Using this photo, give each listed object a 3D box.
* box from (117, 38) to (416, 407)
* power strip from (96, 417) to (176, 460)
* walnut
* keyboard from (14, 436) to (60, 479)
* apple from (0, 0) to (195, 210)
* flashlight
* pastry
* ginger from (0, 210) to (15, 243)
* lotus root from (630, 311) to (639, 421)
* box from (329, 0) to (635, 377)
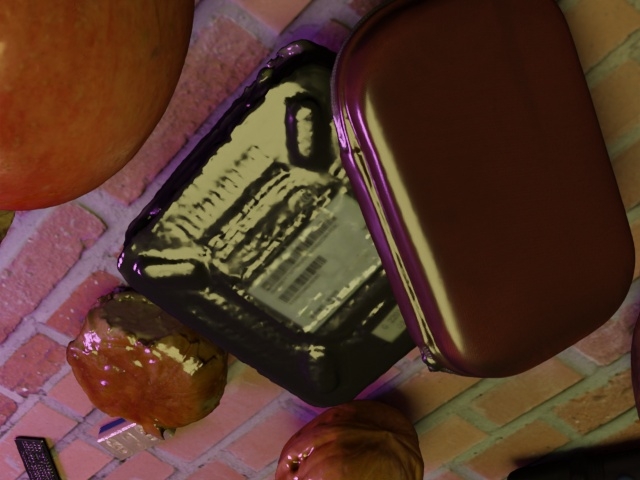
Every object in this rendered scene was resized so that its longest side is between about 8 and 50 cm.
[{"bbox_3d":[0.000,0.000,1.168,0.350,0.091,0.359,35,114,-20],"label":"box"},{"bbox_3d":[-0.272,0.284,1.580,0.123,0.032,0.056,-28,122,29],"label":"power strip"},{"bbox_3d":[0.041,0.316,1.443,0.195,0.195,0.221,26,134,-13],"label":"walnut"},{"bbox_3d":[-0.446,0.365,1.696,0.053,0.010,0.155,2,131,10],"label":"keyboard"},{"bbox_3d":[-0.277,-0.226,0.926,0.364,0.364,0.363,5,131,6],"label":"apple"},{"bbox_3d":[0.462,0.322,1.442,0.424,0.103,0.103,-17,126,23],"label":"flashlight"},{"bbox_3d":[-0.222,0.160,1.418,0.229,0.100,0.218,-19,121,30],"label":"pastry"},{"bbox_3d":[-0.486,-0.063,1.258,0.270,0.123,0.218,5,124,17],"label":"ginger"},{"bbox_3d":[0.452,0.161,1.266,0.160,0.152,0.274,3,130,19],"label":"lotus root"},{"bbox_3d":[0.164,-0.061,1.049,0.263,0.108,0.403,-26,110,-14],"label":"box"}]
